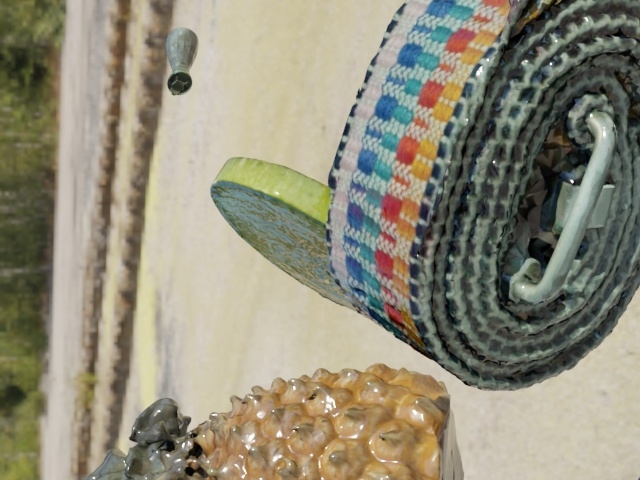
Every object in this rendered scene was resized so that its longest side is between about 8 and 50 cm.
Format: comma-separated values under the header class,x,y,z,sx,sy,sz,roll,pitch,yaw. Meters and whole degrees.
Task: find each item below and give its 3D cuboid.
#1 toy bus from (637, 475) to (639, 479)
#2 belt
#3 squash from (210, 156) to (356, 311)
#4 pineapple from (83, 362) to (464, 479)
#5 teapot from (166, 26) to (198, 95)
class,x,y,z,sx,sy,sz,roll,pitch,yaw
toy bus,0.555,0.278,1.557,0.133,0.125,0.292,17,85,33
belt,0.135,-0.050,0.722,0.160,0.206,0.295,35,105,55
squash,-0.002,0.004,0.959,0.041,0.219,0.219,-61,9,-17
pineapple,-0.061,0.212,0.935,0.223,0.357,0.223,-2,-90,-76
teapot,-0.176,-0.226,1.390,0.111,0.042,0.043,-97,16,-49
